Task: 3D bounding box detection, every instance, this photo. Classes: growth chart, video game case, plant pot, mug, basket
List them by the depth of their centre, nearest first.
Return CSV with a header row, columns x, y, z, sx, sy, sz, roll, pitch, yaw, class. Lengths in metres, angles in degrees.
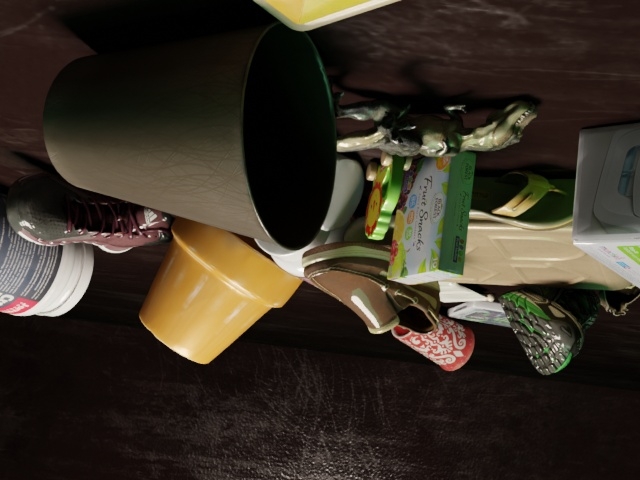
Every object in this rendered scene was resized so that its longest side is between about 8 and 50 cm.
x,y,z,sx,sy,sz,roll,pitch,yaw,class
-0.121,-0.097,0.753,0.227,0.154,0.204,8,129,27,basket
-0.161,0.070,1.229,0.205,0.188,0.205,36,-178,-2,plant pot
0.230,0.093,1.630,0.172,0.021,0.237,-1,164,35,growth chart
0.395,0.163,1.823,0.191,0.022,0.173,10,167,-8,video game case
0.241,0.213,1.905,0.169,0.113,0.150,30,166,-30,mug

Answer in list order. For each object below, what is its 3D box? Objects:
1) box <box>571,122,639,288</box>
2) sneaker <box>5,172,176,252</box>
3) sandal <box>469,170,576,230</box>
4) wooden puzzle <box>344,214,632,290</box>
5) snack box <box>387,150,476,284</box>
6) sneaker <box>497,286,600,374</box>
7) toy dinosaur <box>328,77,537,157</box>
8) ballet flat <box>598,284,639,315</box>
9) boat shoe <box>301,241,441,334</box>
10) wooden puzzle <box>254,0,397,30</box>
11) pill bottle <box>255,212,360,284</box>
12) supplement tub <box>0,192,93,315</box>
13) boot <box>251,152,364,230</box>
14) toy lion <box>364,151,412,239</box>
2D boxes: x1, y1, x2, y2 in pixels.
x,y,z,sx,sy,sz,roll,pitch,yaw,class
0.411,-0.021,0.825,0.231,0.126,0.262,-4,162,40,box
-0.311,-0.045,1.232,0.163,0.106,0.281,-4,173,24,sneaker
0.222,-0.054,0.952,0.180,0.072,0.049,7,146,21,sandal
0.245,0.001,1.136,0.348,0.080,0.322,-3,164,23,wooden puzzle
0.124,-0.025,0.937,0.037,0.141,0.100,16,164,-27,snack box
0.371,0.109,1.327,0.146,0.134,0.343,-29,180,10,sneaker
0.065,-0.110,0.805,0.268,0.064,0.118,4,173,29,toy dinosaur
0.484,0.076,1.334,0.084,0.058,0.250,4,166,12,ballet flat
0.079,0.071,1.077,0.095,0.095,0.258,-23,153,38,boat shoe
0.000,-0.197,0.505,0.239,0.044,0.221,-2,164,37,wooden puzzle
0.000,0.000,1.156,0.121,0.121,0.221,2,165,25,pill bottle
-0.538,0.019,1.391,0.191,0.191,0.272,-2,163,34,supplement tub
-0.045,-0.083,0.955,0.123,0.095,0.258,27,-178,24,boot
0.073,-0.050,0.959,0.034,0.096,0.100,10,166,-10,toy lion
